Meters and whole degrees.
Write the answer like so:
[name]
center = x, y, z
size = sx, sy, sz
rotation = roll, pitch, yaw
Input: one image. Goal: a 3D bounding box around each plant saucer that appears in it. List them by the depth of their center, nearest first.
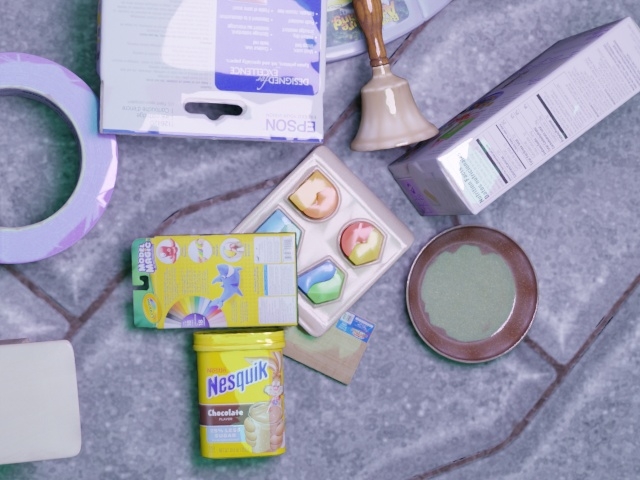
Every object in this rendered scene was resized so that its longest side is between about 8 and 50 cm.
[plant saucer]
center = 0.214, 0.075, 1.949
size = 0.199, 0.036, 0.198
rotation = 0, 90, -12

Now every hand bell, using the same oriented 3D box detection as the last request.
[hand bell]
center = 0.078, -0.253, 1.859
size = 0.126, 0.126, 0.242
rotation = -14, 101, -12

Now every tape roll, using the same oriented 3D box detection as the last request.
[tape roll]
center = -0.407, -0.106, 1.793
size = 0.275, 0.090, 0.274
rotation = 0, 89, -11

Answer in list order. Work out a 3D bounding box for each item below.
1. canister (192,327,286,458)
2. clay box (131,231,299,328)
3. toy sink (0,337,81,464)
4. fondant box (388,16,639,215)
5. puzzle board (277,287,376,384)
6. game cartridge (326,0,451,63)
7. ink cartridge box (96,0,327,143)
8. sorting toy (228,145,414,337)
[canister]
center = -0.108, 0.208, 1.857
size = 0.126, 0.073, 0.169
rotation = -2, 92, -4
[clay box]
center = -0.142, 0.054, 1.846
size = 0.222, 0.053, 0.127
rotation = -1, 93, 2
[toy sink]
center = -0.430, 0.208, 1.763
size = 0.234, 0.131, 0.152
rotation = -5, 91, -7
[fondant box]
center = 0.274, -0.164, 1.861
size = 0.330, 0.238, 0.096
rotation = -35, 98, -10
[puzzle board]
center = 0.004, 0.134, 1.917
size = 0.128, 0.011, 0.096
rotation = 27, 83, -11
[game cartridge]
center = 0.033, -0.357, 1.909
size = 0.294, 0.060, 0.196
rotation = -23, 98, -11
[ink cartridge box]
center = -0.144, -0.286, 1.810
size = 0.304, 0.072, 0.307
rotation = 2, 91, -15
[sorting toy]
center = 0.000, 0.000, 1.895
size = 0.193, 0.038, 0.208
rotation = 45, 81, -2
